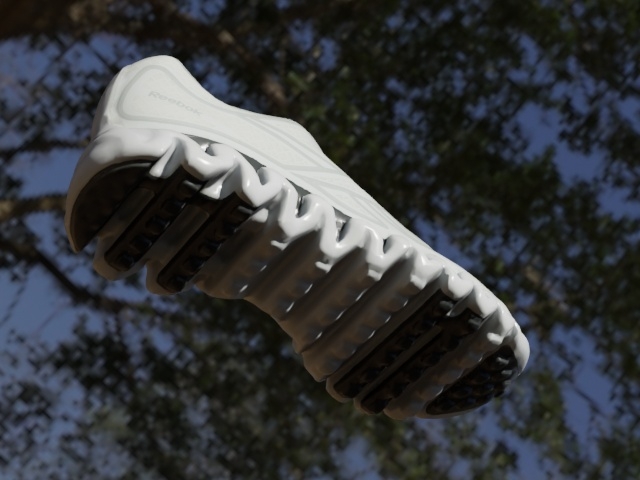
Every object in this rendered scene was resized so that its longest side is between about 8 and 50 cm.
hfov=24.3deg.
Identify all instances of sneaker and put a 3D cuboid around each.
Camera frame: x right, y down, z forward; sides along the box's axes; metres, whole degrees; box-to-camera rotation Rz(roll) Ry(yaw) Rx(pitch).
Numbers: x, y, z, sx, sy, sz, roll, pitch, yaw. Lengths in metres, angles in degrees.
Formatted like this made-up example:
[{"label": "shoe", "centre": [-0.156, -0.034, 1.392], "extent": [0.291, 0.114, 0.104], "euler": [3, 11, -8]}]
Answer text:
[{"label": "sneaker", "centre": [0.000, 0.000, 0.795], "extent": [0.292, 0.118, 0.110], "euler": [33, -58, -29]}]
